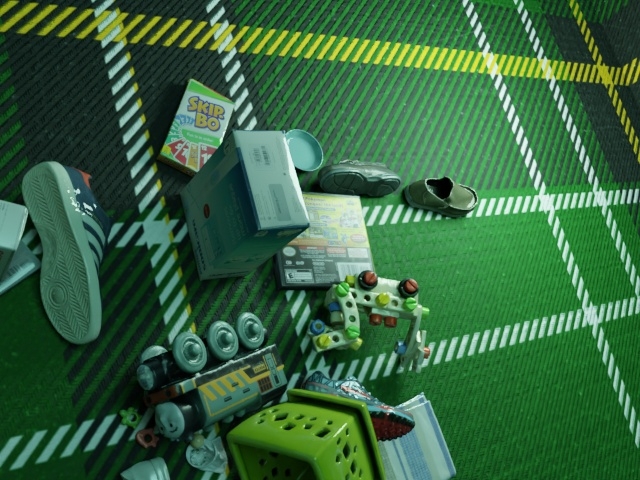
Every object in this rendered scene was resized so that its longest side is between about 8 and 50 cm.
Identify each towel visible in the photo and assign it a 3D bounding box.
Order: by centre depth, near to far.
[{"bbox_3d":[0.173,0.489,1.590,0.285,0.034,0.209,-15,79,-35],"label":"towel"}]

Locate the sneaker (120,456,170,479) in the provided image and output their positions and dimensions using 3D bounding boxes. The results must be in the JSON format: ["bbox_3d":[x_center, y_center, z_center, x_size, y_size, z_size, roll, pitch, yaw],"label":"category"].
[{"bbox_3d":[-0.303,0.504,1.251,0.094,0.080,0.212,-11,67,-24],"label":"sneaker"}]

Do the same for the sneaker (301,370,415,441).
[{"bbox_3d":[0.087,0.349,1.533,0.262,0.104,0.125,18,41,-9],"label":"sneaker"}]

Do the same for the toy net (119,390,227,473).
[{"bbox_3d":[-0.268,0.373,1.345,0.232,0.045,0.122,46,50,-7],"label":"toy net"}]

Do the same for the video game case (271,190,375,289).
[{"bbox_3d":[0.000,0.000,1.709,0.275,0.035,0.248,2,67,-32],"label":"video game case"}]

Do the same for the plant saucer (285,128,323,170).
[{"bbox_3d":[-0.050,-0.227,1.793,0.119,0.021,0.119,15,60,-28],"label":"plant saucer"}]

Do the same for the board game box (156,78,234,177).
[{"bbox_3d":[-0.287,-0.269,1.651,0.124,0.039,0.259,26,53,-21],"label":"board game box"}]

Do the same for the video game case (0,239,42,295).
[{"bbox_3d":[-0.653,0.033,1.269,0.193,0.023,0.212,50,52,-4],"label":"video game case"}]

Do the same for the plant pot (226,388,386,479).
[{"bbox_3d":[-0.009,0.421,1.347,0.207,0.227,0.228,-36,118,-45],"label":"plant pot"}]

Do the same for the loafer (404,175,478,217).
[{"bbox_3d":[0.356,-0.125,1.968,0.251,0.087,0.094,2,67,-33],"label":"loafer"}]

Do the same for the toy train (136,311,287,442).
[{"bbox_3d":[-0.201,0.259,1.353,0.334,0.142,0.190,-13,79,-56],"label":"toy train"}]

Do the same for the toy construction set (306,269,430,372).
[{"bbox_3d":[0.132,0.190,1.627,0.328,0.151,0.215,19,60,-25],"label":"toy construction set"}]

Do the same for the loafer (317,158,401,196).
[{"bbox_3d":[0.090,-0.168,1.828,0.268,0.096,0.084,2,47,-40],"label":"loafer"}]

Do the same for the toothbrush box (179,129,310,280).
[{"bbox_3d":[-0.167,-0.067,1.463,0.126,0.295,0.216,-5,72,-34],"label":"toothbrush box"}]

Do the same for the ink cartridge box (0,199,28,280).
[{"bbox_3d":[-0.630,-0.018,1.190,0.218,0.158,0.092,15,60,-27],"label":"ink cartridge box"}]

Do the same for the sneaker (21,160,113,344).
[{"bbox_3d":[-0.455,0.020,1.351,0.148,0.131,0.350,-3,82,-67],"label":"sneaker"}]
